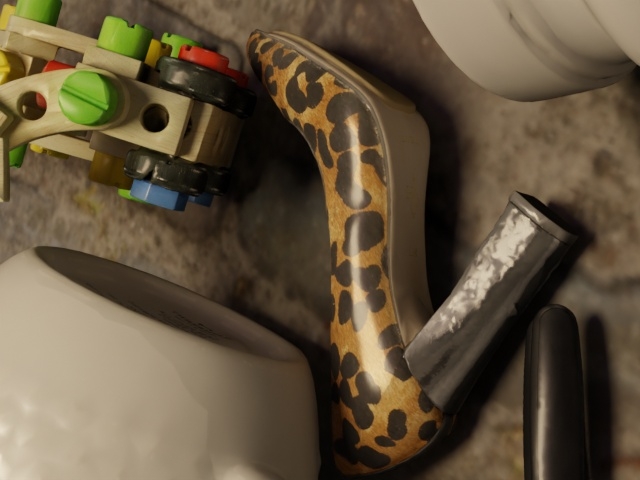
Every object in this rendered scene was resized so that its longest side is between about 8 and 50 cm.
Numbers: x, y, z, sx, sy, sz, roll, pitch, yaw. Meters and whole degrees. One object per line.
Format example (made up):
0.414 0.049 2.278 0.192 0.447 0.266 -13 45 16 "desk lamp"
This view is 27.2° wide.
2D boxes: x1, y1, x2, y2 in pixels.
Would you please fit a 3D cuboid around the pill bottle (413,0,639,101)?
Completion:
0.214 -0.170 0.512 0.363 0.210 0.210 -10 73 42 "pill bottle"

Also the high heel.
0.000 0.000 0.759 0.261 0.093 0.186 43 105 34 "high heel"

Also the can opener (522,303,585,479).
0.118 0.124 0.653 0.059 0.073 0.186 110 159 -67 "can opener"

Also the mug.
-0.112 0.199 0.698 0.374 0.276 0.328 25 94 43 "mug"

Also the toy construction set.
-0.158 -0.081 0.819 0.215 0.328 0.151 18 108 3 "toy construction set"
